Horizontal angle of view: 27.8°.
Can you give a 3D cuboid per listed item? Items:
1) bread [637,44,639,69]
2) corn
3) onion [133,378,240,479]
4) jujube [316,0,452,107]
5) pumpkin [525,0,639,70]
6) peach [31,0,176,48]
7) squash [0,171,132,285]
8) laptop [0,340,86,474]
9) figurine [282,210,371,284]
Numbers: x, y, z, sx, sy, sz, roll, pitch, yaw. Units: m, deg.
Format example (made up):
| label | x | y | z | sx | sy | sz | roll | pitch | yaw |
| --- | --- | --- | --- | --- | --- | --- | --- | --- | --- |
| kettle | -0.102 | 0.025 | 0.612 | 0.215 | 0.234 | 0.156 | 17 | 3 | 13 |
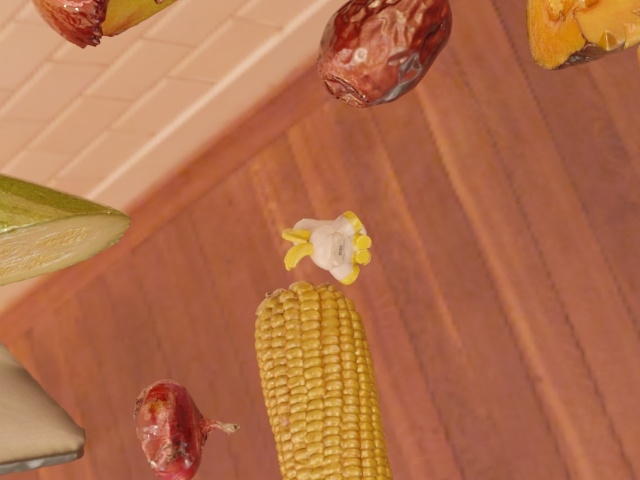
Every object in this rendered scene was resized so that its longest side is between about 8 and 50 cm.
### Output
| label | x | y | z | sx | sy | sz | roll | pitch | yaw |
| --- | --- | --- | --- | --- | --- | --- | --- | --- | --- |
| bread | 0.389 | -0.106 | 1.018 | 0.099 | 0.235 | 0.210 | 109 | 144 | -76 |
| corn | 0.007 | 0.216 | 1.511 | 0.144 | 0.144 | 0.387 | -39 | 48 | 35 |
| onion | -0.182 | 0.262 | 1.808 | 0.140 | 0.150 | 0.150 | -13 | 79 | 9 |
| jujube | 0.099 | -0.317 | 2.042 | 0.183 | 0.183 | 0.243 | 13 | 55 | 42 |
| pumpkin | 0.395 | -0.315 | 1.899 | 0.254 | 0.130 | 0.149 | -104 | 19 | -43 |
| peach | -0.273 | -0.482 | 1.852 | 0.406 | 0.335 | 0.310 | -32 | 96 | 18 |
| squash | -0.388 | 0.013 | 1.662 | 0.189 | 0.260 | 0.189 | -56 | 22 | 37 |
| laptop | -0.231 | 0.033 | 0.458 | 0.187 | 0.269 | 0.015 | 41 | 113 | 29 |
| figurine | 0.007 | -0.001 | 1.947 | 0.178 | 0.130 | 0.109 | -103 | 10 | -74 |
